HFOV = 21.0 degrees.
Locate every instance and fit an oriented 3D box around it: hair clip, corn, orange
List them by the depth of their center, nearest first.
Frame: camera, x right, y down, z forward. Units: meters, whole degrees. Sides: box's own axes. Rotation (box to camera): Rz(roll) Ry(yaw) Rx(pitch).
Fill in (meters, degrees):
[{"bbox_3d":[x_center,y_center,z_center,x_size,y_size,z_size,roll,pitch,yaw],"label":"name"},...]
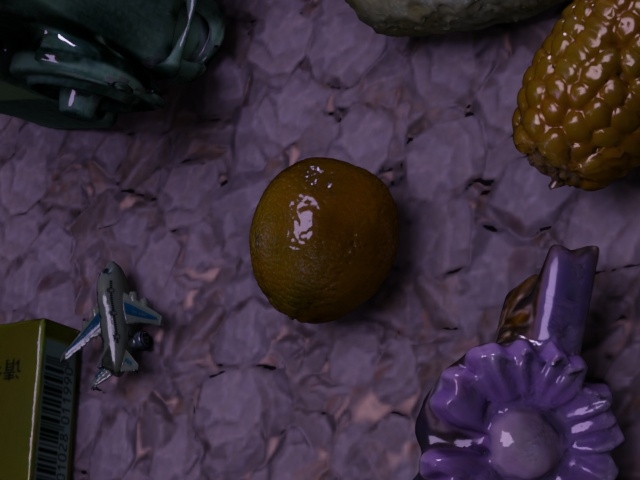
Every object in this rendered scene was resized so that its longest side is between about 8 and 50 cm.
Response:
[{"bbox_3d":[0.094,0.144,0.857,0.106,0.084,0.292,8,79,-7],"label":"hair clip"},{"bbox_3d":[0.207,-0.154,0.866,0.102,0.102,0.313,41,103,38],"label":"corn"},{"bbox_3d":[0.000,0.000,0.969,0.085,0.085,0.095,17,83,38],"label":"orange"}]

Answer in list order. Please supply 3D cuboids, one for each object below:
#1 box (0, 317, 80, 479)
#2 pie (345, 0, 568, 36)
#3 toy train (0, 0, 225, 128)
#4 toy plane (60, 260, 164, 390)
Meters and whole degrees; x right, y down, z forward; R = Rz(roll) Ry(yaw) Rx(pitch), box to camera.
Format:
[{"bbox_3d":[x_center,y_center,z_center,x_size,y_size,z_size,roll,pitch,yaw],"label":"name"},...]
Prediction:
[{"bbox_3d":[-0.237,0.211,1.091,0.173,0.043,0.311,-10,69,33],"label":"box"},{"bbox_3d":[0.078,-0.275,0.962,0.323,0.070,0.323,1,92,25],"label":"pie"},{"bbox_3d":[-0.208,-0.173,1.052,0.238,0.299,0.166,4,75,51],"label":"toy train"},{"bbox_3d":[-0.126,0.052,1.074,0.080,0.033,0.083,-22,56,29],"label":"toy plane"}]
